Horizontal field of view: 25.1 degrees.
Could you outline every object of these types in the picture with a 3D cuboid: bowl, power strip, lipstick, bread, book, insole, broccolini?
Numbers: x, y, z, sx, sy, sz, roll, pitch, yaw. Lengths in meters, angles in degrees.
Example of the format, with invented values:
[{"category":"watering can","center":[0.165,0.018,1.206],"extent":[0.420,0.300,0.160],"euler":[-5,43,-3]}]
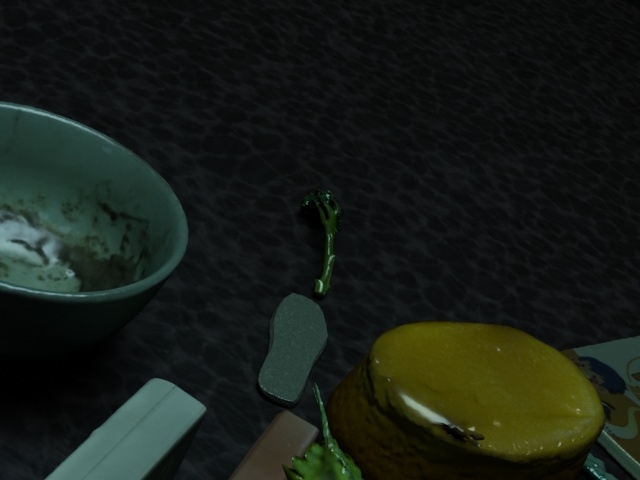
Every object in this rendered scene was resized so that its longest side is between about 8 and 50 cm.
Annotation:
[{"category":"bowl","center":[-0.276,0.011,1.281],"extent":[0.289,0.146,0.289],"euler":[19,31,-12]},{"category":"power strip","center":[-0.176,0.202,1.089],"extent":[0.058,0.098,0.338],"euler":[30,29,8]},{"category":"lipstick","center":[-0.049,0.203,1.245],"extent":[0.045,0.045,0.145],"euler":[32,28,7]},{"category":"bread","center":[0.135,0.175,1.333],"extent":[0.269,0.143,0.195],"euler":[3,38,-32]},{"category":"book","center":[0.391,0.187,1.646],"extent":[0.295,0.020,0.208],"euler":[-6,41,-44]},{"category":"insole","center":[-0.027,0.108,1.454],"extent":[0.063,0.010,0.192],"euler":[23,29,-2]},{"category":"broccolini","center":[0.002,-0.007,1.628],"extent":[0.054,0.052,0.194],"euler":[17,30,-8]}]

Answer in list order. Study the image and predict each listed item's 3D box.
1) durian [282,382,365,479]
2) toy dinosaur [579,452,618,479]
[{"category":"durian","center":[0.024,0.288,1.031],"extent":[0.157,0.169,0.355],"euler":[15,31,-14]},{"category":"toy dinosaur","center":[0.331,0.319,1.327],"extent":[0.129,0.076,0.383],"euler":[8,29,-17]}]
